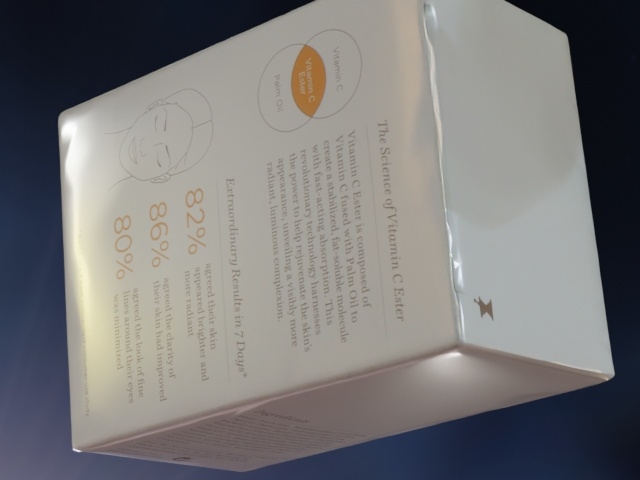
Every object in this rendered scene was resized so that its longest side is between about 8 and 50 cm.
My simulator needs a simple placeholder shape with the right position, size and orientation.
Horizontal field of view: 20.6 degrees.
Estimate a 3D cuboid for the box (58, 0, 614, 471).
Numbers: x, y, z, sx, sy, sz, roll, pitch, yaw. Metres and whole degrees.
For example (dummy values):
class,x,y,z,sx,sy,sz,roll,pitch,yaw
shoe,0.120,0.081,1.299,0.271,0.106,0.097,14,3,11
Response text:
class,x,y,z,sx,sy,sz,roll,pitch,yaw
box,0.000,0.000,0.611,0.170,0.130,0.091,-18,-22,36
